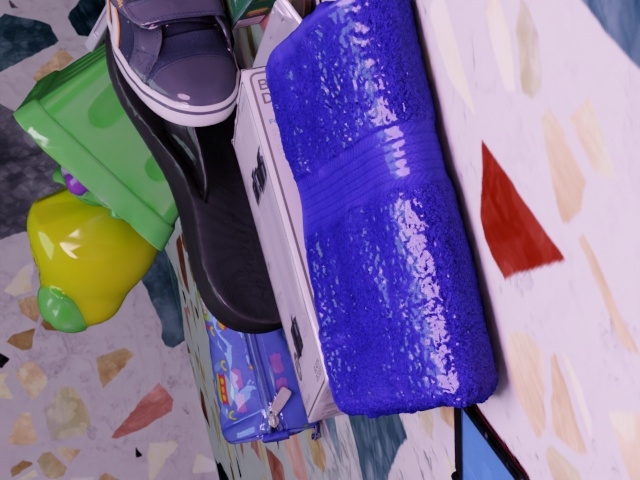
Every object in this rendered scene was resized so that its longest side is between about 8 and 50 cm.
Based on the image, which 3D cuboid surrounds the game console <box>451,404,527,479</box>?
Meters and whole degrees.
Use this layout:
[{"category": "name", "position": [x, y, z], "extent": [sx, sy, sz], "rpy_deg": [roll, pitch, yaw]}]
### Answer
[{"category": "game console", "position": [0.095, 0.201, 1.051], "extent": [0.085, 0.124, 0.144], "rpy_deg": [53, -179, -26]}]

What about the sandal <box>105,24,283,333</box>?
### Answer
[{"category": "sandal", "position": [-0.111, -0.113, 1.646], "extent": [0.107, 0.167, 0.446], "rpy_deg": [-44, 63, 48]}]

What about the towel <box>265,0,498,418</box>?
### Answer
[{"category": "towel", "position": [0.034, -0.019, 1.071], "extent": [0.227, 0.076, 0.308], "rpy_deg": [146, 112, -72]}]

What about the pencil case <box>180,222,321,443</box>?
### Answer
[{"category": "pencil case", "position": [-0.086, 0.104, 1.755], "extent": [0.133, 0.119, 0.306], "rpy_deg": [-168, 66, -78]}]

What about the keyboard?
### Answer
[{"category": "keyboard", "position": [-0.032, -0.169, 1.399], "extent": [0.072, 0.014, 0.256], "rpy_deg": [47, 168, 2]}]

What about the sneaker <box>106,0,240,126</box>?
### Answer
[{"category": "sneaker", "position": [-0.171, -0.270, 1.536], "extent": [0.127, 0.126, 0.321], "rpy_deg": [106, 146, -50]}]

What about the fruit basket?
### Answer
[{"category": "fruit basket", "position": [-0.294, -0.077, 1.884], "extent": [0.283, 0.392, 0.392], "rpy_deg": [44, 176, -13]}]

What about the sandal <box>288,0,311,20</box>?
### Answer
[{"category": "sandal", "position": [-0.047, -0.282, 1.307], "extent": [0.072, 0.049, 0.180], "rpy_deg": [-132, 31, -71]}]

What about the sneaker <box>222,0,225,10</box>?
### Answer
[{"category": "sneaker", "position": [-0.131, -0.327, 1.644], "extent": [0.064, 0.067, 0.175], "rpy_deg": [-137, 38, -74]}]

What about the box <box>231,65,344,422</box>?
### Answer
[{"category": "box", "position": [0.000, 0.000, 1.286], "extent": [0.169, 0.087, 0.290], "rpy_deg": [106, 149, -69]}]

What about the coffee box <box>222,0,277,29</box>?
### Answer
[{"category": "coffee box", "position": [-0.077, -0.287, 1.476], "extent": [0.184, 0.040, 0.113], "rpy_deg": [165, 93, -80]}]

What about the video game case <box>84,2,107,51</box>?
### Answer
[{"category": "video game case", "position": [-0.224, -0.316, 1.835], "extent": [0.019, 0.157, 0.143], "rpy_deg": [48, 147, 0]}]
